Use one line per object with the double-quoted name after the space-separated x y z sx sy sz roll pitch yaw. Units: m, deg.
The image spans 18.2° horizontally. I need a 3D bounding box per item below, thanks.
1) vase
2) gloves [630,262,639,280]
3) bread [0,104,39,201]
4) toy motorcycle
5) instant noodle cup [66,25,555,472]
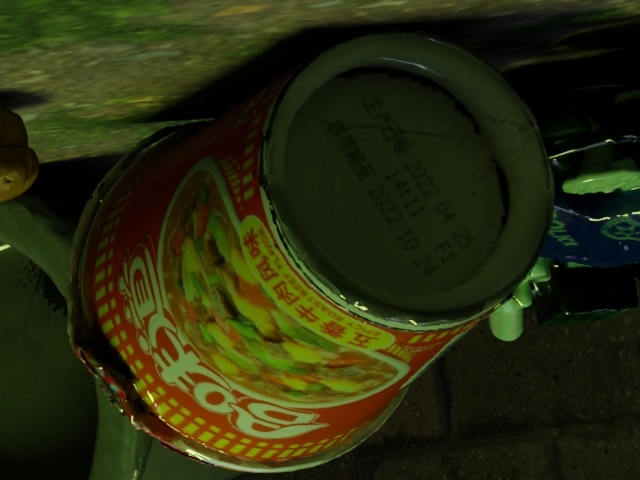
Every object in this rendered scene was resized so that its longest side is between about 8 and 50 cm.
-0.109 0.074 1.236 0.245 0.245 0.291 -11 179 37 "vase"
0.249 -0.008 1.159 0.124 0.164 0.203 -15 177 -11 "gloves"
-0.166 -0.036 0.877 0.083 0.046 0.081 -8 178 -10 "bread"
0.150 -0.031 1.037 0.196 0.125 0.331 -6 171 -11 "toy motorcycle"
0.000 0.000 0.904 0.193 0.193 0.212 -6 167 -22 "instant noodle cup"
